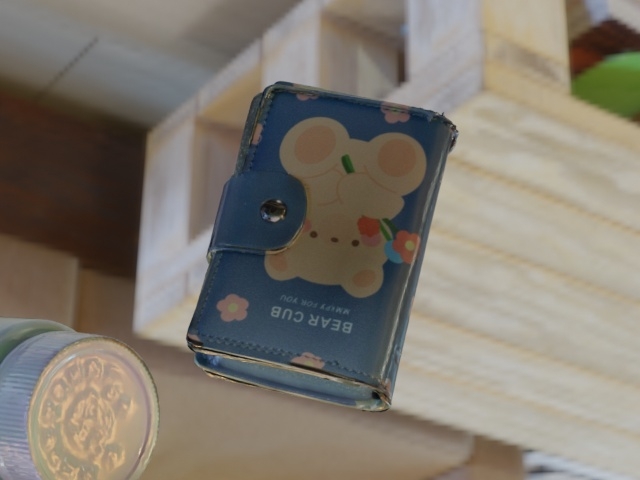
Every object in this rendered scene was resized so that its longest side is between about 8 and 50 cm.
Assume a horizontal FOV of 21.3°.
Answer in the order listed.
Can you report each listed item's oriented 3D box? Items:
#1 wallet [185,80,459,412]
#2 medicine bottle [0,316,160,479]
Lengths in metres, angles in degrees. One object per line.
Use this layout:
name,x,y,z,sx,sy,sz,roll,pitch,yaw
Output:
wallet,0.000,0.000,1.087,0.141,0.202,0.059,11,156,9
medicine bottle,-0.238,0.126,1.267,0.225,0.139,0.139,0,158,44
